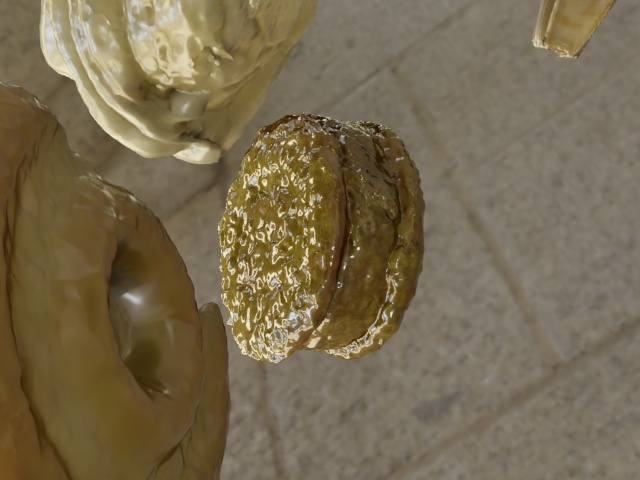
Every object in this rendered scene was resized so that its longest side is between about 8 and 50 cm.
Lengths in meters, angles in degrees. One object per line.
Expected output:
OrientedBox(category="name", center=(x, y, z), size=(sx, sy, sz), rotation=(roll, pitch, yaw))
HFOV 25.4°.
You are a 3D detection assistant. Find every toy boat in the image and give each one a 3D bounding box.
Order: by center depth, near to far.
OrientedBox(category="toy boat", center=(0.244, -0.251, 1.267), size=(0.072, 0.064, 0.206), rotation=(-77, 10, -53))

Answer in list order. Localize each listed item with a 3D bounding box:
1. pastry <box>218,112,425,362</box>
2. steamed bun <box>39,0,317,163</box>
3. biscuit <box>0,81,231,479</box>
OrientedBox(category="pastry", center=(0.000, 0.000, 1.061), size=(0.189, 0.103, 0.188), rotation=(-21, 66, 59))
OrientedBox(category="steamed bun", center=(-0.116, -0.271, 1.343), size=(0.325, 0.230, 0.372), rotation=(-43, -19, -50))
OrientedBox(category="biscuit", center=(-0.117, 0.069, 0.662), size=(0.091, 0.274, 0.213), rotation=(-9, 59, 17))
